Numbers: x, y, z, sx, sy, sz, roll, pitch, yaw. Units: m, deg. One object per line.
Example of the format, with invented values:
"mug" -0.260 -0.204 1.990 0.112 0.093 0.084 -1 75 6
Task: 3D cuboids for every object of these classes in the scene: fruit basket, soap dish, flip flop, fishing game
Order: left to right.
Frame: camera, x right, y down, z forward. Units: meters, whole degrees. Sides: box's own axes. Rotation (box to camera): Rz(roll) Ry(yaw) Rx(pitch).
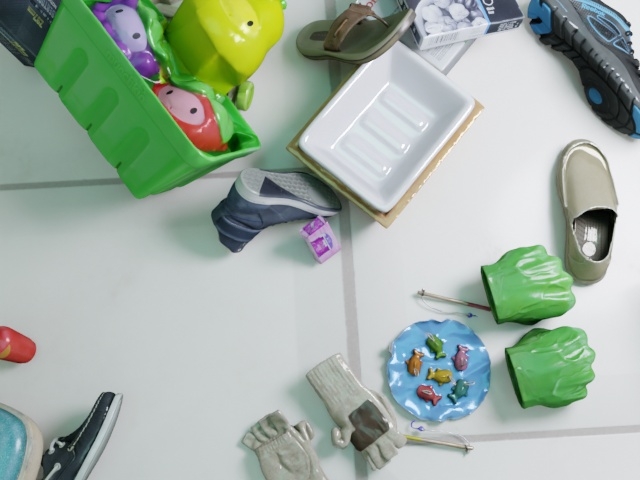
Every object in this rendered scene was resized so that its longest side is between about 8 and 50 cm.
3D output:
"fruit basket" -0.226 -0.300 1.272 0.392 0.283 0.392 4 103 17
"flip flop" 0.049 -0.380 1.360 0.277 0.080 0.112 16 62 47
"soap dish" 0.116 -0.195 1.371 0.229 0.118 0.291 39 80 6
"fishing game" 0.206 0.222 1.322 0.189 0.041 0.264 14 78 1

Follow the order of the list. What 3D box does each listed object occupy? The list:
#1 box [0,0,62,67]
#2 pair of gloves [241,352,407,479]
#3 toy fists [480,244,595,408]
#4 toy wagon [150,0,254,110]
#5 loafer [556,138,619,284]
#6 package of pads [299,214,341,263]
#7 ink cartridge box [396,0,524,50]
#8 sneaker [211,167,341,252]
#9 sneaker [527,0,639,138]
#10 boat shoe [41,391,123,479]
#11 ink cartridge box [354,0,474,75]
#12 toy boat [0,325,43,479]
"box" -0.536 -0.441 1.370 0.059 0.232 0.183 12 78 9
"pair of gloves" 0.009 0.335 1.294 0.240 0.042 0.204 -43 84 -2
"toy fists" 0.378 0.147 1.311 0.142 0.096 0.279 -15 80 3
"toy wagon" -0.230 -0.392 1.444 0.267 0.068 0.344 16 78 3
"loafer" 0.483 -0.059 1.356 0.102 0.092 0.268 -1 77 0
"package of pads" 0.000 0.000 1.350 0.050 0.083 0.032 -38 47 -9
"ink cartridge box" 0.234 -0.455 1.377 0.206 0.045 0.208 -16 70 -15
"sneaker" -0.087 -0.047 1.362 0.226 0.163 0.086 9 47 -37
"sneaker" 0.535 -0.346 1.404 0.140 0.125 0.341 -31 81 -11
"boat shoe" -0.423 0.379 1.250 0.091 0.114 0.302 25 78 0
"ink cartridge box" 0.182 -0.414 1.437 0.208 0.087 0.153 39 80 7
"toy boat" -0.564 0.283 1.233 0.268 0.148 0.318 -4 66 26
